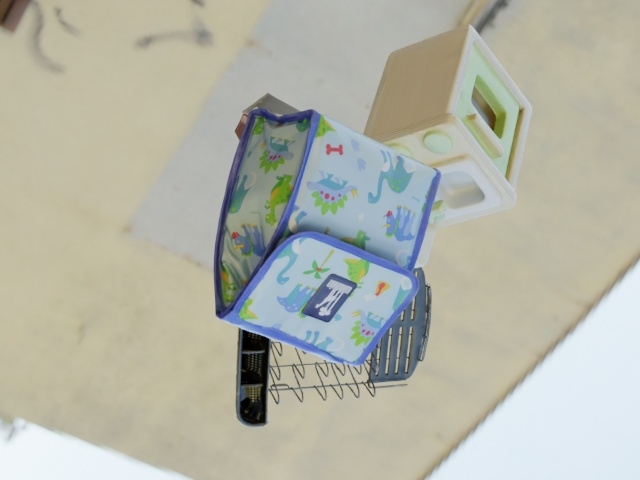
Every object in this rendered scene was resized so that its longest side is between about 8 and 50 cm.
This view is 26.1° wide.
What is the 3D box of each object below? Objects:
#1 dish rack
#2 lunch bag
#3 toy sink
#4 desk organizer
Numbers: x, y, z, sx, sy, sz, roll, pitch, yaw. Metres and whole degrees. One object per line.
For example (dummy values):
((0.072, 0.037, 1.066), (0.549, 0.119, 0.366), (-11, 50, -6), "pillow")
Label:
((0.018, 0.126, 1.796), (0.074, 0.271, 0.208), (-120, -150, -58), "dish rack")
((0.000, 0.000, 0.945), (0.096, 0.128, 0.151), (9, -102, 52), "lunch bag")
((0.147, -0.109, 1.612), (0.131, 0.153, 0.234), (-16, -139, 36), "toy sink")
((-0.055, -0.105, 1.370), (0.050, 0.047, 0.130), (-61, 179, 16), "desk organizer")
